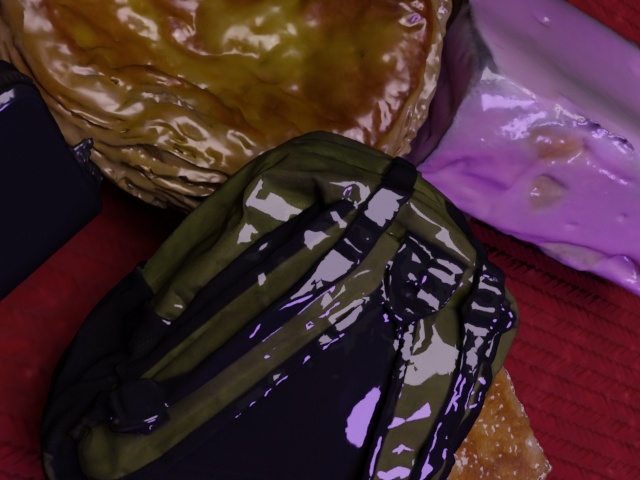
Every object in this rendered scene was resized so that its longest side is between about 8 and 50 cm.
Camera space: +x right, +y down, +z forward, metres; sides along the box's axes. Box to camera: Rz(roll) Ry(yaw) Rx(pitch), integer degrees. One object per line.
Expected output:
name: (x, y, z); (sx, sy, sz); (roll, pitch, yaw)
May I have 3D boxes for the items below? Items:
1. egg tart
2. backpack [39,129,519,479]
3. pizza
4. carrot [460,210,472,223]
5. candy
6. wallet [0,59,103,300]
egg tart: (-0.062, -0.145, 0.660); (0.295, 0.116, 0.294); (3, 80, -16)
backpack: (-0.016, 0.072, 0.580); (0.207, 0.140, 0.253); (35, 101, -21)
pizza: (0.082, 0.110, 0.728); (0.175, 0.046, 0.134); (32, 66, -20)
carrot: (0.000, 0.000, 0.712); (0.254, 0.049, 0.049); (-15, 85, -28)
candy: (0.175, -0.072, 0.756); (0.265, 0.116, 0.155); (24, 44, -26)
wallet: (-0.206, 0.021, 0.503); (0.250, 0.149, 0.044); (-44, 72, -13)
